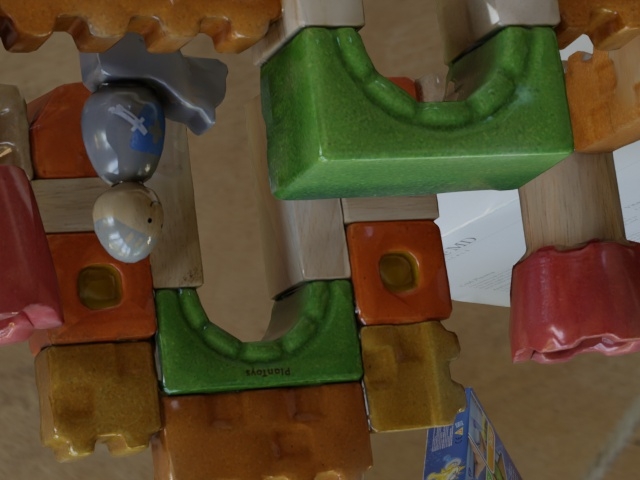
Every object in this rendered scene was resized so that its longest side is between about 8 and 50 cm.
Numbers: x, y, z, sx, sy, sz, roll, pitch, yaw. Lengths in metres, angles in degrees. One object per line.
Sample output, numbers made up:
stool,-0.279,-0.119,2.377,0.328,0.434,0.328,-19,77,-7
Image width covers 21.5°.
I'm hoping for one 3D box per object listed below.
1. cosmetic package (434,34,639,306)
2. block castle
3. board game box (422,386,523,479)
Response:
cosmetic package,0.230,-0.055,1.134,0.284,0.377,0.097,5,67,-39
block castle,0.000,0.000,0.733,0.453,0.303,0.212,-3,79,-22
board game box,0.113,0.214,1.160,0.035,0.201,0.136,-21,115,19
